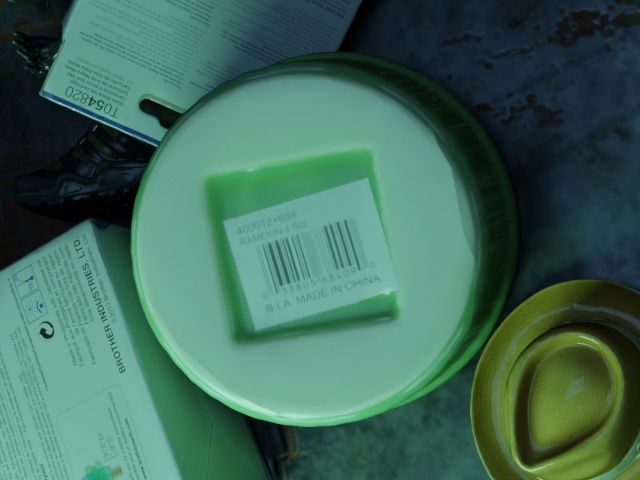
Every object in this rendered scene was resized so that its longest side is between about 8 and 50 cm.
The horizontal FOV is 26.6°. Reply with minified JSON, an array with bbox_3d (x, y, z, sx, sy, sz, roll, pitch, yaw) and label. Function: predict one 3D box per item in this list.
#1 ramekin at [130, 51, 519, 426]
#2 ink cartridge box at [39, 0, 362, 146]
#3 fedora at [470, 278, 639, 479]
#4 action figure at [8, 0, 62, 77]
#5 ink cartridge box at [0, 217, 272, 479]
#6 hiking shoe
[{"bbox_3d":[0.000,0.000,1.057,0.303,0.148,0.304,1,94,10],"label":"ramekin"},{"bbox_3d":[-0.095,-0.183,1.147,0.224,0.223,0.045,-63,20,8],"label":"ink cartridge box"},{"bbox_3d":[0.193,0.124,1.036,0.194,0.079,0.194,-3,84,26],"label":"fedora"},{"bbox_3d":[-0.163,-0.233,1.211,0.275,0.141,0.164,-16,89,24],"label":"action figure"},{"bbox_3d":[-0.275,0.186,1.216,0.395,0.151,0.270,-28,73,19],"label":"ink cartridge box"},{"bbox_3d":[-0.179,-0.087,1.244,0.226,0.086,0.114,-14,71,14],"label":"hiking shoe"}]
